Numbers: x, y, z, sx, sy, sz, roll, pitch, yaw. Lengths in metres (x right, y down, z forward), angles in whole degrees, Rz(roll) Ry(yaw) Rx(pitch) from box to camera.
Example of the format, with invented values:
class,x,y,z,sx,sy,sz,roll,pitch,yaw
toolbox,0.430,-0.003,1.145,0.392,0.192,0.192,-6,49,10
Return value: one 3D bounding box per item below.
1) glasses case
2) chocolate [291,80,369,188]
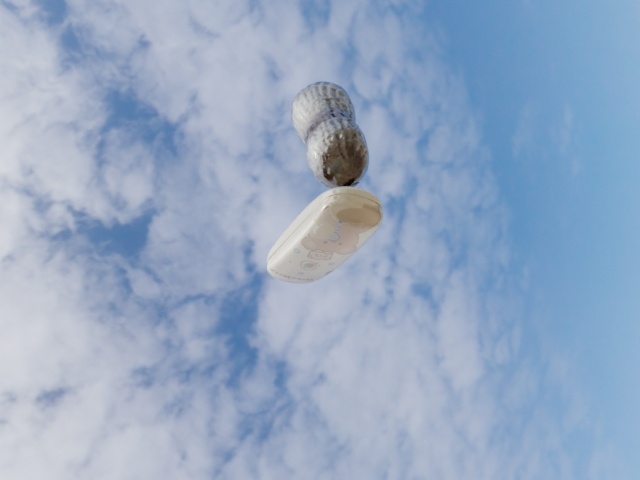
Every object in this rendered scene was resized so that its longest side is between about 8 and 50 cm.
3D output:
class,x,y,z,sx,sy,sz,roll,pitch,yaw
glasses case,0.000,0.000,0.651,0.081,0.204,0.051,13,-124,-23
chocolate,0.013,-0.174,0.841,0.110,0.110,0.248,40,-160,-37
